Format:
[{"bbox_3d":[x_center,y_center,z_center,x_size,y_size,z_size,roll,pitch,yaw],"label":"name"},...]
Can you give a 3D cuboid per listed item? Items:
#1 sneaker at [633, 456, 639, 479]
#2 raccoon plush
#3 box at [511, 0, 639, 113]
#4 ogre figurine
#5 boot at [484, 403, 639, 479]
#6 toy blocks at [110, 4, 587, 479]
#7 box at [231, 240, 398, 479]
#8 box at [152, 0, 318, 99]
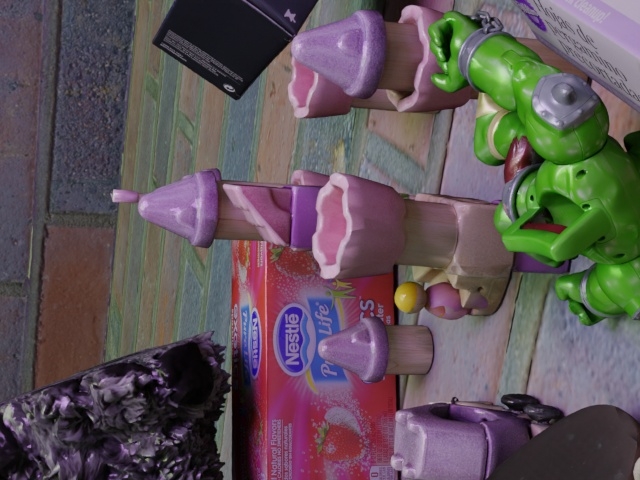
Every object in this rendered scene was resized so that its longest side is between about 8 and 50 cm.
[{"bbox_3d":[0.189,0.097,0.446,0.103,0.111,0.252,-117,37,-56],"label":"sneaker"},{"bbox_3d":[-0.130,0.248,1.048,0.446,0.216,0.299,-12,-97,-80],"label":"raccoon plush"},{"bbox_3d":[0.171,-0.059,0.434,0.067,0.063,0.324,-41,36,6],"label":"box"},{"bbox_3d":[0.129,-0.026,0.602,0.118,0.096,0.197,-141,38,-68],"label":"ogre figurine"},{"bbox_3d":[0.125,0.235,0.677,0.305,0.115,0.112,-63,17,15],"label":"boot"},{"bbox_3d":[0.000,0.000,0.805,0.288,0.260,0.309,-166,80,-71],"label":"toy blocks"},{"bbox_3d":[-0.009,0.094,1.037,0.128,0.122,0.257,156,115,-70],"label":"box"},{"bbox_3d":[-0.025,-0.274,0.997,0.261,0.103,0.184,-61,14,-18],"label":"box"}]
